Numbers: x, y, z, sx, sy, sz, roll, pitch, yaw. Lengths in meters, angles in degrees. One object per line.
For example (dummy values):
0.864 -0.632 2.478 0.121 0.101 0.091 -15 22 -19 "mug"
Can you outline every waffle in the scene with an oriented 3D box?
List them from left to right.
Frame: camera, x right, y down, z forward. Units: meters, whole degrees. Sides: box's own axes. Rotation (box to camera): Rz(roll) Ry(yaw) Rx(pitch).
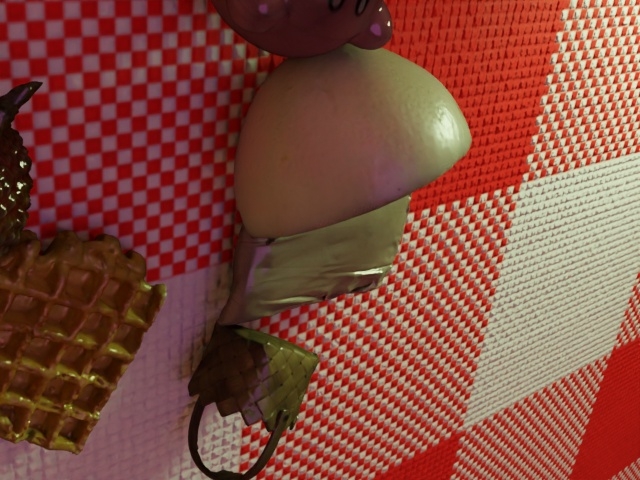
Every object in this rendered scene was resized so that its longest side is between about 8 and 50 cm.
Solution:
-0.276 0.086 0.730 0.219 0.057 0.229 24 96 -47 "waffle"

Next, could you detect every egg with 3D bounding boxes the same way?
0.029 -0.126 0.791 0.271 0.206 0.161 -32 107 -29 "egg"

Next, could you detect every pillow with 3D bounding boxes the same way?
0.000 0.000 0.925 0.270 0.067 0.173 -10 116 -39 "pillow"

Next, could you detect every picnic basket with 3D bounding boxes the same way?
-0.090 0.195 0.914 0.138 0.128 0.178 28 79 -50 "picnic basket"

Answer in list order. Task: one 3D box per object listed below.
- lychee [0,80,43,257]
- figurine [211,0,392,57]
-0.282 -0.051 0.556 0.197 0.165 0.165 -32 137 7 "lychee"
-0.022 -0.243 0.679 0.173 0.173 0.173 -22 128 -32 "figurine"
